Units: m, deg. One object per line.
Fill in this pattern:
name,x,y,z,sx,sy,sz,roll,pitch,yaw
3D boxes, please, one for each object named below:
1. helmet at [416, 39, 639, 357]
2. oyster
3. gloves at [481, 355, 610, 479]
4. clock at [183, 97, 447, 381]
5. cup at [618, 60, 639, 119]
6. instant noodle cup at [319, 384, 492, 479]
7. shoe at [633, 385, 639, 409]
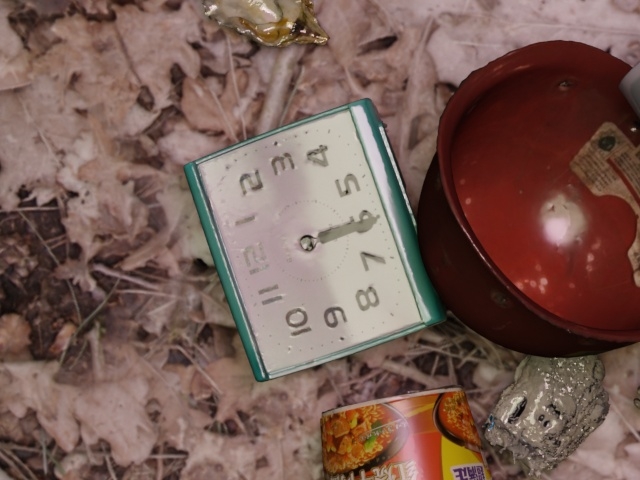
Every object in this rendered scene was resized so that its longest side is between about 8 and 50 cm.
helmet,0.229,-0.006,1.792,0.385,0.230,0.337,-20,76,-37
oyster,-0.067,-0.277,1.941,0.146,0.045,0.121,-4,93,13
gloves,0.257,0.184,1.893,0.114,0.070,0.153,36,92,5
clock,0.000,0.000,1.908,0.231,0.116,0.262,-20,87,11
cup,0.510,-0.123,1.745,0.259,0.357,0.274,-37,79,38
instant noodle cup,0.091,0.255,1.855,0.213,0.213,0.174,-12,81,6
shoe,0.482,0.091,1.839,0.211,0.132,0.342,31,97,3
